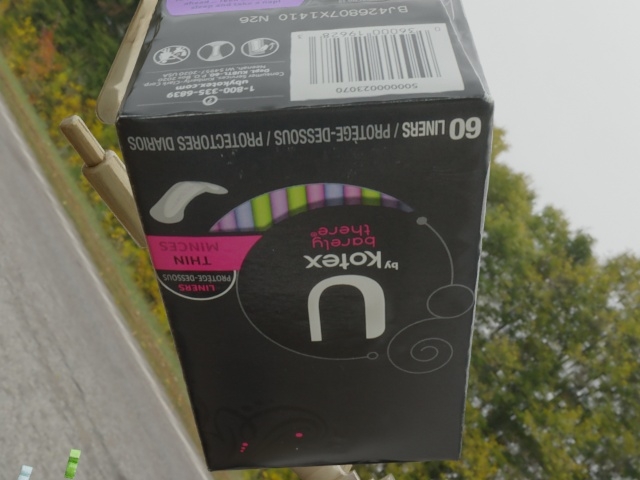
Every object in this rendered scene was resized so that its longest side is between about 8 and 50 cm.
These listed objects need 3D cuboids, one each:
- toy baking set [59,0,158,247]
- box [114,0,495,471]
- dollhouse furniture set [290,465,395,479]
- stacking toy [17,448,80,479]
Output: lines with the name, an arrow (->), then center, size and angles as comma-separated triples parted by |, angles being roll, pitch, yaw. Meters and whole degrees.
toy baking set -> -0.108, -0.099, 0.642 | 0.030, 0.196, 0.256 | 22, -26, 47
box -> 0.000, 0.000, 0.463 | 0.143, 0.165, 0.270 | -90, 176, -48
dollhouse furniture set -> -0.047, 0.251, 0.829 | 0.355, 0.174, 0.303 | 58, 5, 9
stacking toy -> -0.507, 0.436, 1.319 | 0.167, 0.221, 0.052 | 17, -19, -14
